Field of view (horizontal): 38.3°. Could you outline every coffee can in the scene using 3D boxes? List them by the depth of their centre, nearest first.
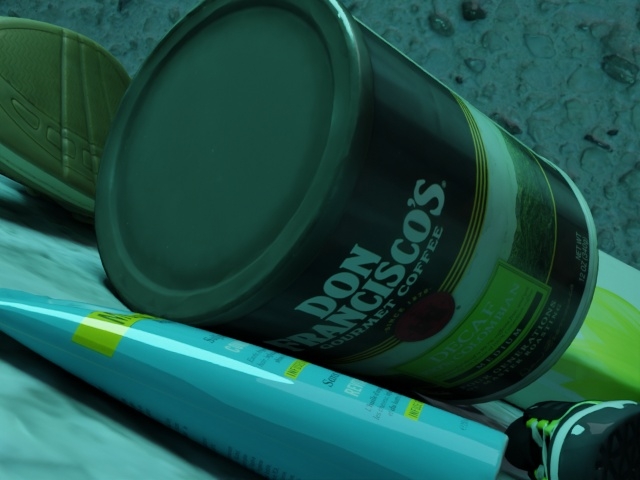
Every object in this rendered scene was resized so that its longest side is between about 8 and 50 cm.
[{"bbox_3d":[0.028,-0.015,0.594,0.275,0.201,0.201,23,4,-46],"label":"coffee can"}]

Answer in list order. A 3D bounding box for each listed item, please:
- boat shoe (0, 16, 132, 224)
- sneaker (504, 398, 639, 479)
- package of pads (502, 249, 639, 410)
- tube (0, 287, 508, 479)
[{"bbox_3d":[-0.179,-0.063,0.703,0.110,0.122,0.341,-12,-15,20],"label":"boat shoe"},{"bbox_3d":[0.147,0.134,0.530,0.097,0.084,0.234,1,-11,28],"label":"sneaker"},{"bbox_3d":[0.251,0.085,0.963,0.296,0.101,0.229,27,33,-5],"label":"package of pads"},{"bbox_3d":[-0.035,0.059,0.351,0.207,0.052,0.080,21,-8,11],"label":"tube"}]
